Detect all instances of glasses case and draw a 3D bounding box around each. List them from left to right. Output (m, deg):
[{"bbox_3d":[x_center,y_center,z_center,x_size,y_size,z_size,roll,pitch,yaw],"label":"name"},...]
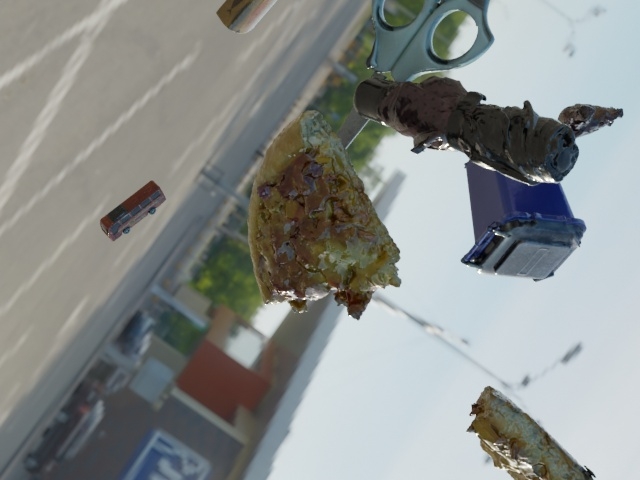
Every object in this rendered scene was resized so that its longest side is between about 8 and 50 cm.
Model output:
[{"bbox_3d":[-0.062,-0.340,1.596,0.064,0.041,0.170,-18,161,-50],"label":"glasses case"}]

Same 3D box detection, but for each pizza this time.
[{"bbox_3d":[0.000,0.000,1.468,0.081,0.228,0.289,-33,147,-47],"label":"pizza"},{"bbox_3d":[0.196,0.203,1.203,0.062,0.161,0.182,-38,-143,-8],"label":"pizza"}]

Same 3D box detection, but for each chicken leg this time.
[{"bbox_3d":[0.400,-0.183,1.833,0.093,0.053,0.205,-15,-176,32],"label":"chicken leg"}]

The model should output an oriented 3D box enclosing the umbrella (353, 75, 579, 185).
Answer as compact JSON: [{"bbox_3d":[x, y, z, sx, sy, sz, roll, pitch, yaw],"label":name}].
[{"bbox_3d":[0.159,-0.139,1.408,0.090,0.326,0.094,-7,113,-41],"label":"umbrella"}]

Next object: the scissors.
[{"bbox_3d":[0.081,-0.211,1.651,0.360,0.191,0.029,-53,158,6],"label":"scissors"}]

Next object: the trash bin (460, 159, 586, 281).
[{"bbox_3d":[0.325,-0.062,2.065,0.162,0.184,0.234,123,-33,-50],"label":"trash bin"}]

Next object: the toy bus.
[{"bbox_3d":[-0.291,-0.046,1.885,0.110,0.031,0.043,-40,151,-14],"label":"toy bus"}]
